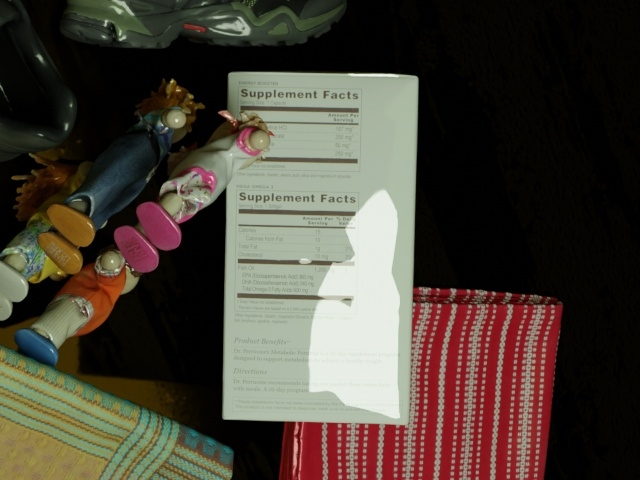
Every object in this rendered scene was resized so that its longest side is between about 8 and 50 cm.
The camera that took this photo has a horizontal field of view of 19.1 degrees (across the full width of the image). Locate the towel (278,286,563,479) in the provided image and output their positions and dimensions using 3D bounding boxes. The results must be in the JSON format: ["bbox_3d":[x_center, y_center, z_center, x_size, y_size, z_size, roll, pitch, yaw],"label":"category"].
[{"bbox_3d":[0.084,0.137,1.535,0.275,0.031,0.199,4,94,-35],"label":"towel"}]

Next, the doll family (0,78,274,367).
[{"bbox_3d":[-0.142,-0.030,1.266,0.118,0.263,0.163,44,42,-5],"label":"doll family"}]

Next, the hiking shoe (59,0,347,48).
[{"bbox_3d":[-0.077,-0.195,1.353,0.227,0.086,0.114,-6,102,-33],"label":"hiking shoe"}]

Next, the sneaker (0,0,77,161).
[{"bbox_3d":[-0.254,-0.164,1.208,0.286,0.130,0.109,46,71,-28],"label":"sneaker"}]

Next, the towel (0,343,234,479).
[{"bbox_3d":[-0.264,0.186,1.237,0.370,0.040,0.271,27,98,-31],"label":"towel"}]

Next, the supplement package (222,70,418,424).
[{"bbox_3d":[0.000,0.000,1.368,0.134,0.139,0.244,1,96,0],"label":"supplement package"}]
